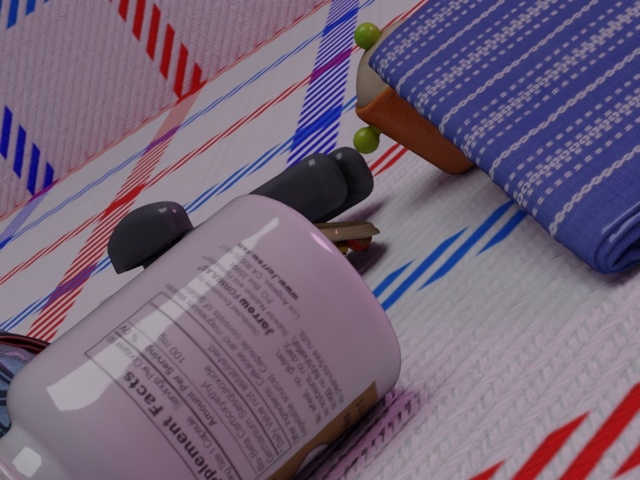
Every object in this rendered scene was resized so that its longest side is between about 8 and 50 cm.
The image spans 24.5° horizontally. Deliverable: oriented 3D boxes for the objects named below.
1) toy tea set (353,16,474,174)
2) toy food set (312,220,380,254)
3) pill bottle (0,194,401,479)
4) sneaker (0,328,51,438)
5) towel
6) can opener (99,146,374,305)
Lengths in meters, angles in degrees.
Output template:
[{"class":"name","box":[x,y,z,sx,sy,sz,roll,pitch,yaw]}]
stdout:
[{"class":"toy tea set","box":[0.134,-0.196,1.083,0.200,0.124,0.336,-38,18,46]},{"class":"toy food set","box":[0.000,0.000,1.018,0.082,0.020,0.083,-5,5,-13]},{"class":"pill bottle","box":[-0.082,0.093,0.736,0.229,0.131,0.131,-40,14,-20]},{"class":"sneaker","box":[-0.228,0.153,0.839,0.262,0.125,0.104,-48,15,7]},{"class":"towel","box":[0.180,-0.119,0.851,0.243,0.040,0.336,-37,31,0]},{"class":"can opener","box":[-0.082,-0.010,1.178,0.280,0.093,0.074,-25,-3,37]}]
